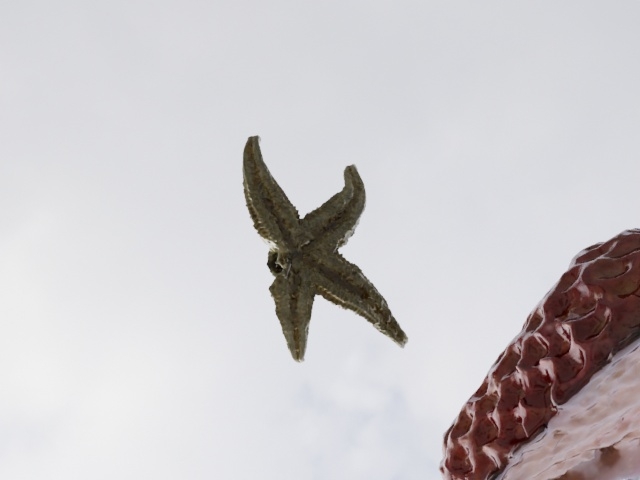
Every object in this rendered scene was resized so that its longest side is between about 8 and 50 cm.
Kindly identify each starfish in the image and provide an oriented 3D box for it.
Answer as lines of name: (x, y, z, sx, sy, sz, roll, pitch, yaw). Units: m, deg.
starfish: (0.002, -0.001, 0.765, 0.138, 0.050, 0.247, -8, -102, -23)

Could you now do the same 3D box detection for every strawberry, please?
strawberry: (0.231, 0.106, 0.622, 0.254, 0.280, 0.150, 14, -147, -36)
